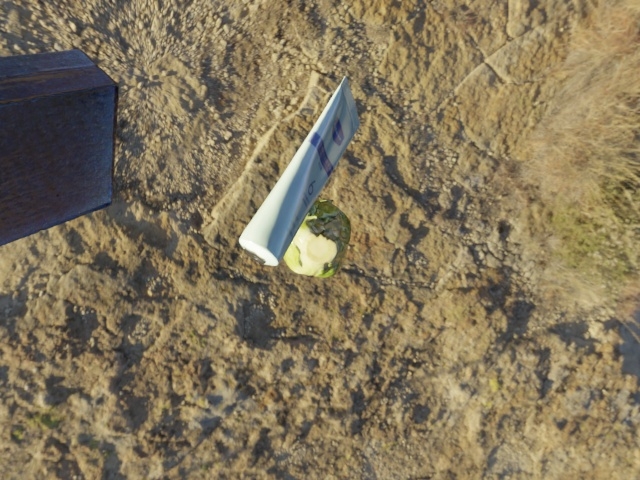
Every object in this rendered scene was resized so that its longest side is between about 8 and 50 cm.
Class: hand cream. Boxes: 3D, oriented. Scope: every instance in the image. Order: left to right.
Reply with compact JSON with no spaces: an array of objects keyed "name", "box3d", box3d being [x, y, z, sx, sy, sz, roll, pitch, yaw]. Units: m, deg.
[{"name":"hand cream","box3d":[-0.023,-0.104,0.689,0.320,0.067,0.109,-61,151,-20]}]

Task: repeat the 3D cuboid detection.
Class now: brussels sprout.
[{"name":"brussels sprout","box3d":[-0.004,0.006,0.871,0.131,0.183,0.145,33,122,-3]}]

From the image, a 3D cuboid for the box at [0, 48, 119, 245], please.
[{"name":"box","box3d":[-0.460,-0.127,0.654,0.279,0.116,0.261,-33,159,-44]}]
